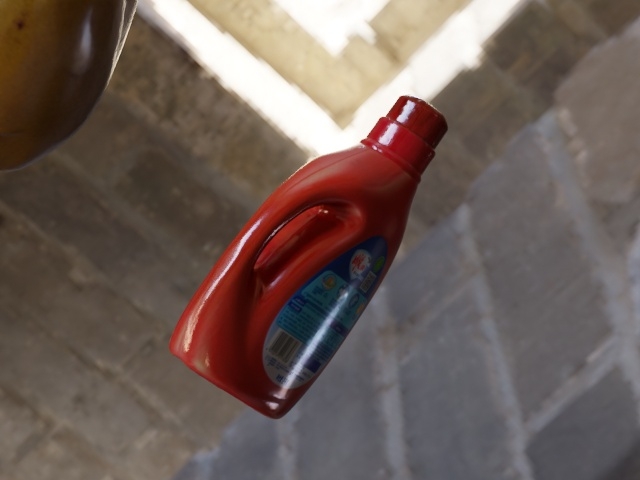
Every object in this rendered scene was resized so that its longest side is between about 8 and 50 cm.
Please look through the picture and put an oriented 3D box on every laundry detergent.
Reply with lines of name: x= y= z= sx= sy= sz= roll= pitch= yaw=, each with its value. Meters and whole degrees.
laundry detergent: x=0.000 y=0.000 z=0.738 sx=0.049 sy=0.165 sz=0.097 roll=32 pitch=-5 yaw=35

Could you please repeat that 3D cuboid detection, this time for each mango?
mango: x=-0.084 y=-0.064 z=0.442 sx=0.060 sy=0.114 sz=0.080 roll=21 pitch=56 yaw=-22
